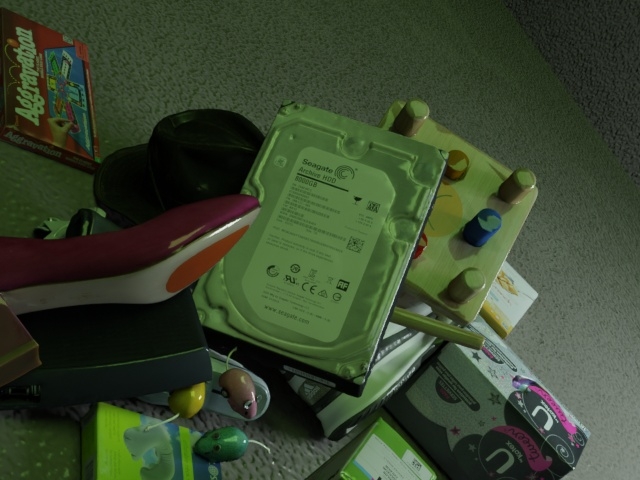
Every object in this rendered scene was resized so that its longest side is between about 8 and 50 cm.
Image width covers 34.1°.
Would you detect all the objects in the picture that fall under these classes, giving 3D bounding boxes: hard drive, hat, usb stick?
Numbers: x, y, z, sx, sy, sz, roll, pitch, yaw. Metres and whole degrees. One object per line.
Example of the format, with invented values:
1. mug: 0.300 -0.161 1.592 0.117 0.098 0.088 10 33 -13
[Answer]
1. hard drive: 0.000 0.000 1.308 0.236 0.064 0.339 20 65 9
2. hat: -0.142 -0.104 1.456 0.331 0.134 0.331 13 31 -8
3. usb stick: -0.205 0.049 1.296 0.278 0.045 0.077 37 43 -43
4. hard drive: -0.253 0.093 1.134 0.254 0.054 0.172 -4 50 -23

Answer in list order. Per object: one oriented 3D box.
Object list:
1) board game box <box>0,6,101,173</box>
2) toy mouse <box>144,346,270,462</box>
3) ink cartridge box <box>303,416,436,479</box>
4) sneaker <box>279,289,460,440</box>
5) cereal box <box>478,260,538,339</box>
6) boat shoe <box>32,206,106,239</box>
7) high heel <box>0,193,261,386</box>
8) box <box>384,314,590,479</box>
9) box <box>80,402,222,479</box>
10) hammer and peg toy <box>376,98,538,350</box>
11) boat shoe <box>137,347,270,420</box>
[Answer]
1. board game box: -0.395 -0.220 1.499 0.145 0.027 0.281 20 36 -35
2. toy mouse: -0.102 0.197 1.186 0.143 0.031 0.161 43 45 -13
3. ink cartridge box: -0.003 0.324 1.099 0.097 0.189 0.255 46 29 3
4. sneaker: 0.058 0.083 1.524 0.257 0.169 0.447 49 31 5
5. cereal box: 0.313 0.088 1.972 0.173 0.047 0.240 47 28 5
6. boat shoe: -0.321 0.004 1.265 0.063 0.066 0.184 39 38 -10
7. high heel: -0.246 -0.005 1.091 0.377 0.127 0.181 -29 73 -32
8. box: 0.246 0.260 1.531 0.247 0.163 0.142 47 27 7
9. box: -0.173 0.251 1.136 0.178 0.042 0.109 24 35 -31
10. hammer and peg toy: 0.134 0.002 1.446 0.266 0.127 0.361 32 63 -2
11. boat shoe: -0.170 0.157 1.249 0.226 0.083 0.076 29 4 -25
